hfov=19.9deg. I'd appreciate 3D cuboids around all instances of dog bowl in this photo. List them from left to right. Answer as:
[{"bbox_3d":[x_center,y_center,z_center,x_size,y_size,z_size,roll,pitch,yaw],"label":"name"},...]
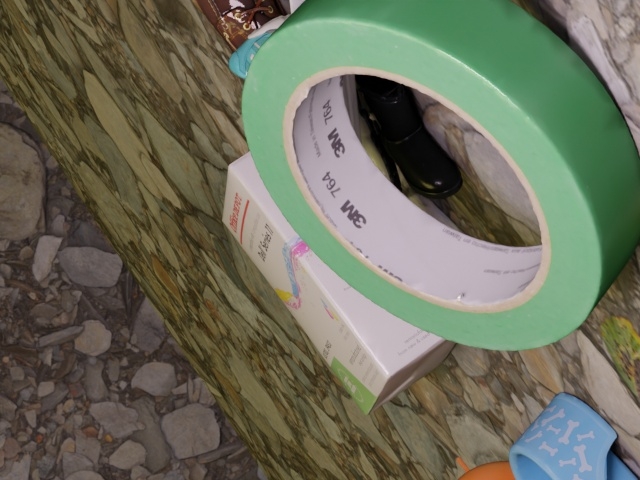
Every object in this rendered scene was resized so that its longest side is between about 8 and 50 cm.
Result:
[{"bbox_3d":[0.289,0.279,1.729,0.297,0.074,0.166,48,164,29],"label":"dog bowl"}]

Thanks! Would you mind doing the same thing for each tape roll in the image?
[{"bbox_3d":[0.089,-0.058,1.396,0.321,0.077,0.321,27,146,20],"label":"tape roll"}]

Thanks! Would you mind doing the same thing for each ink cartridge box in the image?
[{"bbox_3d":[0.000,0.000,1.975,0.353,0.119,0.207,53,166,11],"label":"ink cartridge box"}]

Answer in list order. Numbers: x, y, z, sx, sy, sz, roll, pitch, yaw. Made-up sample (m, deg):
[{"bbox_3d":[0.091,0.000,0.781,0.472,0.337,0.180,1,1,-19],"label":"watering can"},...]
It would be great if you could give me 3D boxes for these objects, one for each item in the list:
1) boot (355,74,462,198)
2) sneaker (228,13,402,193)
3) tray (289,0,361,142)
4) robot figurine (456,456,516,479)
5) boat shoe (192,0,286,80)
[{"bbox_3d":[0.077,-0.102,1.642,0.121,0.045,0.099,51,168,44],"label":"boot"},{"bbox_3d":[0.007,-0.085,1.746,0.275,0.110,0.107,63,-171,-13],"label":"sneaker"},{"bbox_3d":[0.007,-0.154,1.569,0.145,0.030,0.270,-76,-18,-59],"label":"tray"},{"bbox_3d":[0.200,0.327,1.914,0.158,0.128,0.219,-35,55,52],"label":"robot figurine"},{"bbox_3d":[-0.067,-0.219,1.819,0.073,0.073,0.207,32,160,55],"label":"boat shoe"}]
